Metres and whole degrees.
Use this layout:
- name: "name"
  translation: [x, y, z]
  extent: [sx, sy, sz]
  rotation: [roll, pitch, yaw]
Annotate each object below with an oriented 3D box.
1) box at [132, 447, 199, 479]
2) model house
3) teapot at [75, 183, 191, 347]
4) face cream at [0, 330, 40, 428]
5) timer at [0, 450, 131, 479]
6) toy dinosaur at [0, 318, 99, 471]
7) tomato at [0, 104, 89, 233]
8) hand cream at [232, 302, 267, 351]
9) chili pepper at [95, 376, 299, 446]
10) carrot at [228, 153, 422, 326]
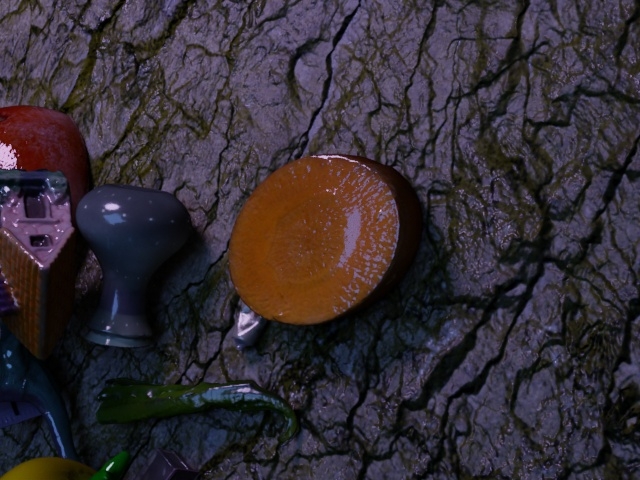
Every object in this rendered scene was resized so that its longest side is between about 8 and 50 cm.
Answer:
- name: "box"
  translation: [-0.243, 0.369, 1.628]
  extent: [0.085, 0.060, 0.063]
  rotation: [-54, 52, 9]
- name: "model house"
  translation: [-0.488, 0.034, 1.612]
  extent: [0.237, 0.237, 0.202]
  rotation: [-115, 34, -46]
- name: "teapot"
  translation: [-0.307, 0.040, 1.679]
  extent: [0.183, 0.183, 0.251]
  rotation: [11, 95, 31]
- name: "face cream"
  translation: [-0.559, 0.198, 1.814]
  extent: [0.274, 0.154, 0.096]
  rotation: [59, 149, 29]
- name: "timer"
  translation: [-0.370, 0.419, 1.567]
  extent: [0.285, 0.285, 0.285]
  rotation: [-7, 76, 28]
- name: "toy dinosaur"
  translation: [-0.555, 0.253, 1.699]
  extent: [0.383, 0.129, 0.331]
  rotation: [-2, 73, -15]
- name: "tomato"
  translation: [-0.570, -0.098, 1.829]
  extent: [0.338, 0.143, 0.338]
  rotation: [-9, 65, 21]
- name: "hand cream"
  translation: [-0.093, 0.093, 1.622]
  extent: [0.057, 0.037, 0.165]
  rotation: [18, 82, 31]
- name: "chili pepper"
  translation: [-0.198, 0.255, 1.623]
  extent: [0.359, 0.076, 0.085]
  rotation: [-1, 54, 29]
- name: "carrot"
  translation: [0.000, 0.000, 1.551]
  extent: [0.307, 0.100, 0.258]
  rotation: [-25, 67, 25]
